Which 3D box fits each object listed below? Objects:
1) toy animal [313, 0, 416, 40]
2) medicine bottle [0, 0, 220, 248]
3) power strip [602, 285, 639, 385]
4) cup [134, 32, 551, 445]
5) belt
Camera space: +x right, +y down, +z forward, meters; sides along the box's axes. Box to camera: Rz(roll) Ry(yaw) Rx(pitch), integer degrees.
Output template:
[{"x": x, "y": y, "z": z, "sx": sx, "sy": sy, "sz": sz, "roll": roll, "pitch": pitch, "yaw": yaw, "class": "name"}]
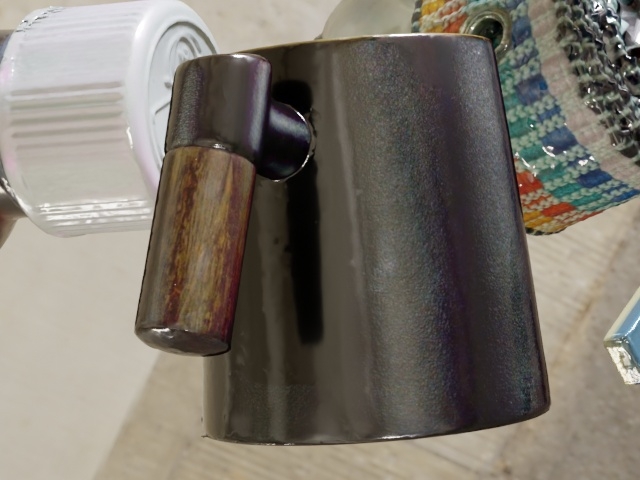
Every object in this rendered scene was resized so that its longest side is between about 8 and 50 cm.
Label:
[{"x": 0.112, "y": -0.235, "z": 1.308, "sx": 0.289, "sy": 0.249, "sz": 0.174, "roll": -43, "pitch": 49, "yaw": 11, "class": "toy animal"}, {"x": -0.272, "y": -0.090, "z": 1.170, "sx": 0.395, "sy": 0.242, "sz": 0.242, "roll": -7, "pitch": 49, "yaw": 24, "class": "medicine bottle"}, {"x": 0.306, "y": 0.079, "z": 1.444, "sx": 0.032, "sy": 0.056, "sz": 0.123, "roll": -15, "pitch": 24, "yaw": 47, "class": "power strip"}, {"x": 0.017, "y": -0.001, "z": 0.702, "sx": 0.239, "sy": 0.166, "sz": 0.177, "roll": -8, "pitch": -85, "yaw": -84, "class": "cup"}, {"x": 0.168, "y": -0.145, "z": 1.093, "sx": 0.160, "sy": 0.207, "sz": 0.295, "roll": -26, "pitch": 39, "yaw": 38, "class": "belt"}]
